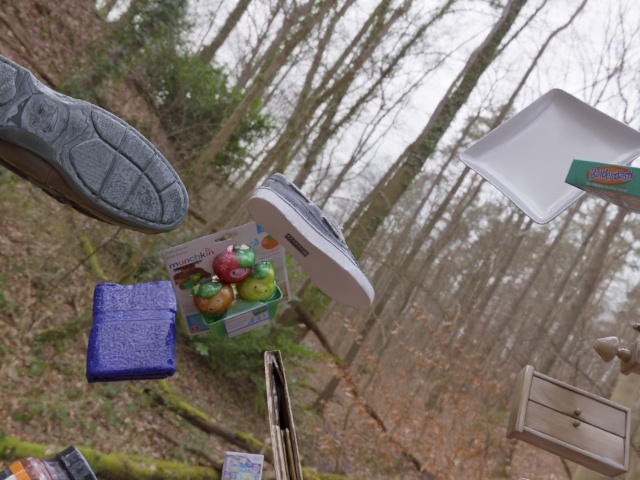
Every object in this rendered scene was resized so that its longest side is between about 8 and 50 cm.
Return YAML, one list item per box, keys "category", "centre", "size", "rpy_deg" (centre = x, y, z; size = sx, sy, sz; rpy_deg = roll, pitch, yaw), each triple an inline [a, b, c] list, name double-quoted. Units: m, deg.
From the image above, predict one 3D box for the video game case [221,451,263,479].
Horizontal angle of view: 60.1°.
- category: "video game case"
  centre: [-0.167, 0.511, 1.157]
  size: [0.087, 0.122, 0.011]
  rpy_deg: [17, -25, -25]

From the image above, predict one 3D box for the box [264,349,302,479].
- category: "box"
  centre: [-0.030, 0.231, 0.514]
  size: [0.021, 0.201, 0.164]
  rpy_deg: [-8, 34, -7]

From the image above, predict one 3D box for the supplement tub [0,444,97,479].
- category: "supplement tub"
  centre: [-0.345, 0.309, 0.596]
  size: [0.106, 0.197, 0.106]
  rpy_deg: [30, -45, 35]

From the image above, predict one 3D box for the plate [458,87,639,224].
- category: "plate"
  centre: [0.479, -0.177, 1.154]
  size: [0.277, 0.278, 0.045]
  rpy_deg: [54, 0, 45]

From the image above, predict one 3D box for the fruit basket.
- category: "fruit basket"
  centre: [-0.241, 0.113, 1.537]
  size: [0.353, 0.326, 0.165]
  rpy_deg: [91, -25, -47]

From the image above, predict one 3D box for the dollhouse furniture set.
- category: "dollhouse furniture set"
  centre: [0.400, 0.214, 0.736]
  size: [0.173, 0.303, 0.356]
  rpy_deg: [20, -33, 7]

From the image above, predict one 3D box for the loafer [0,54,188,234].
- category: "loafer"
  centre: [-0.256, -0.089, 0.541]
  size: [0.267, 0.096, 0.084]
  rpy_deg: [36, -35, -27]

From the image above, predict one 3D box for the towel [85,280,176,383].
- category: "towel"
  centre: [-0.510, 0.248, 1.513]
  size: [0.227, 0.076, 0.308]
  rpy_deg: [-1, 45, -14]

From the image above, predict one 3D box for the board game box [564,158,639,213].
- category: "board game box"
  centre: [0.540, -0.076, 0.916]
  size: [0.210, 0.047, 0.160]
  rpy_deg: [15, 7, -30]

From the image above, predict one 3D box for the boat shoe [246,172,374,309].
- category: "boat shoe"
  centre: [0.000, 0.000, 1.028]
  size: [0.301, 0.102, 0.108]
  rpy_deg: [43, -36, -8]
